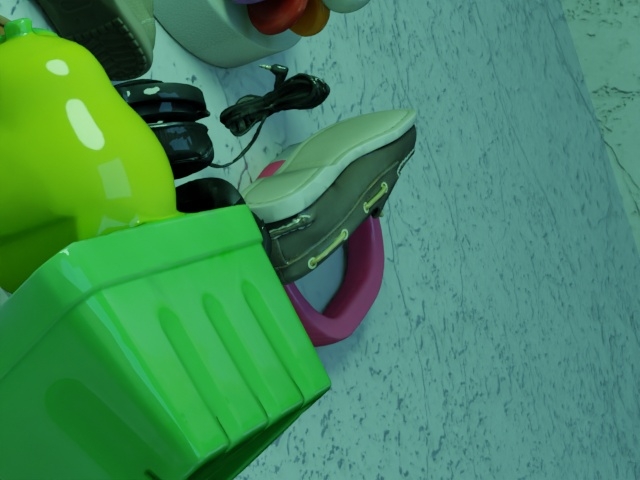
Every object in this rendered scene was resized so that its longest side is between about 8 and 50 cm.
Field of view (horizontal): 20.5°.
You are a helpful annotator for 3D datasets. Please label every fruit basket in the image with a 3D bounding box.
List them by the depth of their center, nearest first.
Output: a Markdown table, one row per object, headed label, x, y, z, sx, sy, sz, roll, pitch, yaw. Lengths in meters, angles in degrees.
| label | x | y | z | sx | sy | sz | roll | pitch | yaw |
| --- | --- | --- | --- | --- | --- | --- | --- | --- | --- |
| fruit basket | -0.193 | 0.040 | 1.328 | 0.392 | 0.283 | 0.392 | 40 | 18 | -16 |

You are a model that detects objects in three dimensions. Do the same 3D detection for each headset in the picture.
| label | x | y | z | sx | sy | sz | roll | pitch | yaw |
| --- | --- | --- | --- | --- | --- | --- | --- | --- | --- |
| headset | -0.117 | -0.055 | 1.659 | 0.243 | 0.185 | 0.394 | 65 | 25 | -17 |

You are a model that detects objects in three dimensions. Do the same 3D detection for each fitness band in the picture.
| label | x | y | z | sx | sy | sz | roll | pitch | yaw |
| --- | --- | --- | --- | --- | --- | --- | --- | --- | --- |
| fitness band | 0.000 | 0.000 | 2.029 | 0.209 | 0.054 | 0.291 | 66 | 27 | -15 |

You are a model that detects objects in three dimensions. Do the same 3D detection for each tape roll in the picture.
| label | x | y | z | sx | sy | sz | roll | pitch | yaw |
| --- | --- | --- | --- | --- | --- | --- | --- | --- | --- |
| tape roll | -0.130 | -0.388 | 1.986 | 0.392 | 0.072 | 0.392 | 43 | 39 | -48 |

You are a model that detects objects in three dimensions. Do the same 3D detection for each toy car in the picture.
| label | x | y | z | sx | sy | sz | roll | pitch | yaw |
| --- | --- | --- | --- | --- | --- | --- | --- | --- | --- |
| toy car | -0.042 | -0.293 | 1.886 | 0.136 | 0.159 | 0.182 | -52 | 131 | -16 |

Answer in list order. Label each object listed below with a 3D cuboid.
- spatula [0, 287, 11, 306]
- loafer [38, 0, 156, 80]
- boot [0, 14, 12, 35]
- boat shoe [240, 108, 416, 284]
| label | x | y | z | sx | sy | sz | roll | pitch | yaw |
| --- | --- | --- | --- | --- | --- | --- | --- | --- | --- |
| spatula | -0.306 | 0.051 | 1.403 | 0.242 | 0.019 | 0.168 | 57 | 33 | -28 |
| loafer | -0.234 | -0.272 | 1.668 | 0.092 | 0.102 | 0.268 | -81 | 154 | -47 |
| boot | -0.286 | -0.101 | 1.467 | 0.197 | 0.073 | 0.152 | 39 | 60 | 15 |
| boat shoe | 0.020 | -0.057 | 1.914 | 0.324 | 0.116 | 0.097 | -41 | 119 | -54 |
